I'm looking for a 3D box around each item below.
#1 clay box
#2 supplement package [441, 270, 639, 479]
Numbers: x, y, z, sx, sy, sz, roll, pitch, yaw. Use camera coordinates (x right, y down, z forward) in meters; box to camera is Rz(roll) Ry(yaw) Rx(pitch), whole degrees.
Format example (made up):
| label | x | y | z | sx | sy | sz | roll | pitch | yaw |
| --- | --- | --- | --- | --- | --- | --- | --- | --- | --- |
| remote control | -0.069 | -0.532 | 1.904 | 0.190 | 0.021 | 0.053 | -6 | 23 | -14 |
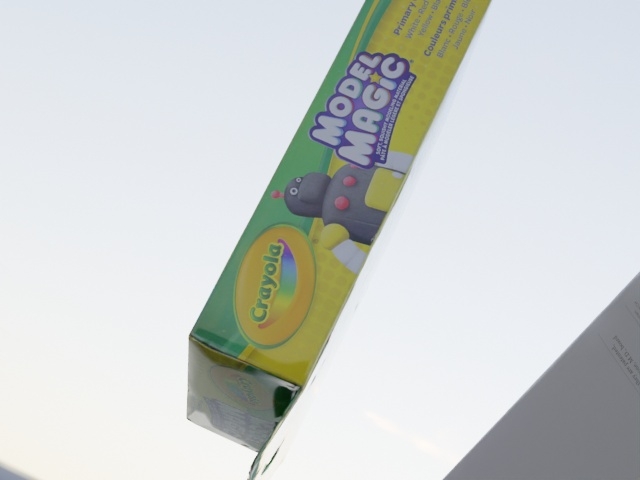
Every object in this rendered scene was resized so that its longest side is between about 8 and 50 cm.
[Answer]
| label | x | y | z | sx | sy | sz | roll | pitch | yaw |
| --- | --- | --- | --- | --- | --- | --- | --- | --- | --- |
| clay box | 0.000 | 0.000 | 0.605 | 0.053 | 0.222 | 0.127 | 26 | -22 | 5 |
| supplement package | 0.257 | 0.187 | 1.147 | 0.177 | 0.293 | 0.175 | 10 | 38 | -44 |
